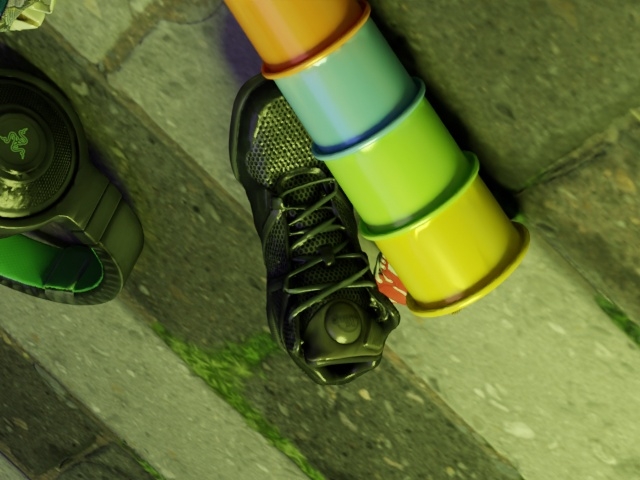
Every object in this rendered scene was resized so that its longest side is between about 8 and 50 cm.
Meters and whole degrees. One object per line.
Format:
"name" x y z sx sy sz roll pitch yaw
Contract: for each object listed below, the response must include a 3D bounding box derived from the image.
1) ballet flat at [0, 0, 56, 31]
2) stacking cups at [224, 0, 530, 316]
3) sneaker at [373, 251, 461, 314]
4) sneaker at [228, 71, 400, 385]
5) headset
"ballet flat" -0.217 -0.174 1.357 0.041 0.041 0.114 45 150 -8
"stacking cups" 0.009 -0.095 1.159 0.096 0.096 0.316 -10 124 52
"sneaker" 0.052 0.006 1.295 0.067 0.042 0.118 6 138 38
"sneaker" 0.000 0.000 1.237 0.130 0.087 0.227 -131 30 -59
"headset" -0.291 -0.095 1.484 0.243 0.185 0.394 5 150 38
